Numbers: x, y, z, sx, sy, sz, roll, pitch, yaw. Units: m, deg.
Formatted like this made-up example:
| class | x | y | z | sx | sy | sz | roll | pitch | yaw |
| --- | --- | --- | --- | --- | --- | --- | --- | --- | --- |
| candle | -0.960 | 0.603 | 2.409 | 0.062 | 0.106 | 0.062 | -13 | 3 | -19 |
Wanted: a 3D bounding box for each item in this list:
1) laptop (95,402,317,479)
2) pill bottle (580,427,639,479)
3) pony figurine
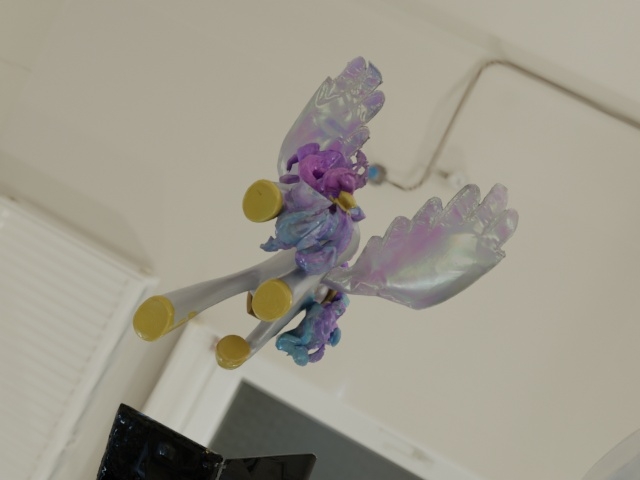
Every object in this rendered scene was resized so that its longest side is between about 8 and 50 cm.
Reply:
| class | x | y | z | sx | sy | sz | roll | pitch | yaw |
| --- | --- | --- | --- | --- | --- | --- | --- | --- | --- |
| laptop | -0.177 | 0.366 | 1.527 | 0.136 | 0.264 | 0.234 | -31 | 144 | -66 |
| pill bottle | 0.445 | 0.366 | 1.173 | 0.188 | 0.334 | 0.188 | -38 | 170 | -8 |
| pony figurine | 0.000 | 0.000 | 1.215 | 0.351 | 0.303 | 0.363 | -46 | 167 | 21 |
